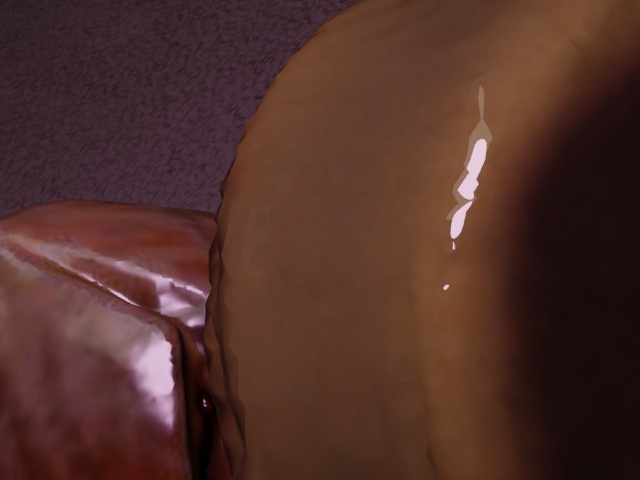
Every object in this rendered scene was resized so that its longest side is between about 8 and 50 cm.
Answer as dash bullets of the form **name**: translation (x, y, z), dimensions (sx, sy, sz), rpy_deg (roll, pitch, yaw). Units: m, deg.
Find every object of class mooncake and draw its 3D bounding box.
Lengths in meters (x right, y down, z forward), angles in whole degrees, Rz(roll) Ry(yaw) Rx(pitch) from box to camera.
- **mooncake**: translation (0.134, 0.055, 0.928), dimensions (0.246, 0.393, 0.394), rpy_deg (-10, 68, 46)

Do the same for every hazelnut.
- **hazelnut**: translation (-0.107, 0.147, 1.150), dimensions (0.409, 0.359, 0.359), rpy_deg (-19, 29, 41)

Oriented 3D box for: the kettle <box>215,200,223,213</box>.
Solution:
- **kettle**: translation (0.000, 0.000, 1.429), dimensions (0.202, 0.144, 0.232), rpy_deg (-23, 20, 6)
